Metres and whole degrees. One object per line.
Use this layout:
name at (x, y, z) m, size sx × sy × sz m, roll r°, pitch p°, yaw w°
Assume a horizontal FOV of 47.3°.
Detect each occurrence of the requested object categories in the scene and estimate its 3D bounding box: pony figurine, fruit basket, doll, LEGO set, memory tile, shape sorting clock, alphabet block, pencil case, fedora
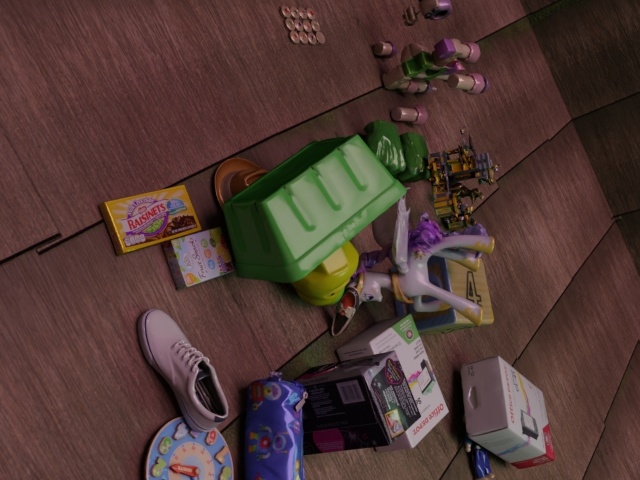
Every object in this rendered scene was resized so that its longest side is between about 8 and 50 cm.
pony figurine at (0.225, 0.034, 1.780) m, size 0.363 × 0.303 × 0.351 m, roll 6°, pitch 100°, yaw -6°
fruit basket at (0.000, 0.000, 1.602) m, size 0.392 × 0.283 × 0.392 m, roll -1°, pitch 91°, yaw -37°
doll at (0.440, 0.580, 2.062) m, size 0.129 × 0.046 × 0.189 m, roll -1°, pitch 76°, yaw -50°
LEGO set at (0.447, -0.164, 2.184) m, size 0.331 × 0.192 × 0.255 m, roll 39°, pitch 44°, yaw -63°
memory tile at (-0.049, -0.594, 2.019) m, size 0.148 × 0.012 × 0.113 m, roll -17°, pitch 88°, yaw -51°
shape sorting clock at (-0.239, 0.431, 1.361) m, size 0.206 × 0.040 × 0.206 m, roll 21°, pitch 60°, yaw -42°
alphabet block at (0.333, 0.151, 2.008) m, size 0.197 × 0.192 × 0.193 m, roll 8°, pitch 71°, yaw -48°
pencil case at (-0.086, 0.424, 1.468) m, size 0.119 × 0.133 × 0.306 m, roll 34°, pitch 50°, yaw -58°
fedora at (-0.148, -0.111, 1.657) m, size 0.194 × 0.079 × 0.194 m, roll 21°, pitch 59°, yaw -41°

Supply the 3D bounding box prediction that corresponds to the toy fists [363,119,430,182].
toy fists at (0.224, -0.245, 2.121) m, size 0.279 × 0.096 × 0.142 m, roll 12°, pitch 60°, yaw -48°

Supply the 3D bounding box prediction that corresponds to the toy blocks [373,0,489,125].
toy blocks at (0.361, -0.545, 2.255) m, size 0.260 × 0.288 × 0.309 m, roll -7°, pitch 77°, yaw -46°

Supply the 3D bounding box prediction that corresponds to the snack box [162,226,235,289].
snack box at (-0.250, 0.036, 1.514) m, size 0.141 × 0.037 × 0.100 m, roll -19°, pitch 88°, yaw -50°

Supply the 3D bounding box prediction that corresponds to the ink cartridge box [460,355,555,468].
ink cartridge box at (0.539, 0.498, 2.103) m, size 0.306 × 0.131 × 0.226 m, roll 39°, pitch 39°, yaw -40°

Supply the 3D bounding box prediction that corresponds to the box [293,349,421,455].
box at (0.061, 0.347, 1.572) m, size 0.142 × 0.247 × 0.163 m, roll -23°, pitch 93°, yaw -52°

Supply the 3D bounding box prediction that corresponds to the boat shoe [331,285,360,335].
boat shoe at (0.057, 0.170, 1.747) m, size 0.049 × 0.137 × 0.043 m, roll 29°, pitch 35°, yaw 15°

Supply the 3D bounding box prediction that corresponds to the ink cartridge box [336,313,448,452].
ink cartridge box at (0.183, 0.351, 1.810) m, size 0.201 × 0.117 × 0.278 m, roll -25°, pitch 94°, yaw -50°

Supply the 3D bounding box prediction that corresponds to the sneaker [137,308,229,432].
sneaker at (-0.249, 0.235, 1.378) m, size 0.094 × 0.091 × 0.258 m, roll -31°, pitch 89°, yaw -51°

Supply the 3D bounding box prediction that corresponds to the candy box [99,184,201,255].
candy box at (-0.335, -0.044, 1.459) m, size 0.206 × 0.027 × 0.105 m, roll -21°, pitch 88°, yaw -50°
